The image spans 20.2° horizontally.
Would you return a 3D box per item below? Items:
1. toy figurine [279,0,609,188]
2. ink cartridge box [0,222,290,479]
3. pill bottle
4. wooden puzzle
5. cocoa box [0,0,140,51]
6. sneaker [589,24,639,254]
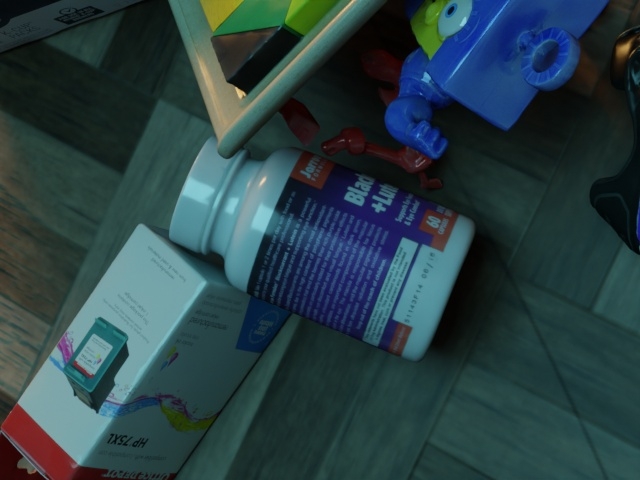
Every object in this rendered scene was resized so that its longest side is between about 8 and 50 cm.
[{"bbox_3d":[0.141,-0.156,1.127,0.362,0.191,0.217,-51,29,11],"label":"toy figurine"},{"bbox_3d":[-0.136,0.109,1.305,0.078,0.134,0.231,39,100,27],"label":"ink cartridge box"},{"bbox_3d":[0.000,0.000,1.230,0.193,0.108,0.108,22,92,3],"label":"pill bottle"},{"bbox_3d":[-0.017,-0.194,1.161,0.221,0.044,0.239,-44,36,20],"label":"wooden puzzle"},{"bbox_3d":[-0.205,-0.316,1.365,0.347,0.228,0.231,-15,74,25],"label":"cocoa box"},{"bbox_3d":[0.263,-0.122,1.155,0.146,0.102,0.293,28,95,30],"label":"sneaker"}]
